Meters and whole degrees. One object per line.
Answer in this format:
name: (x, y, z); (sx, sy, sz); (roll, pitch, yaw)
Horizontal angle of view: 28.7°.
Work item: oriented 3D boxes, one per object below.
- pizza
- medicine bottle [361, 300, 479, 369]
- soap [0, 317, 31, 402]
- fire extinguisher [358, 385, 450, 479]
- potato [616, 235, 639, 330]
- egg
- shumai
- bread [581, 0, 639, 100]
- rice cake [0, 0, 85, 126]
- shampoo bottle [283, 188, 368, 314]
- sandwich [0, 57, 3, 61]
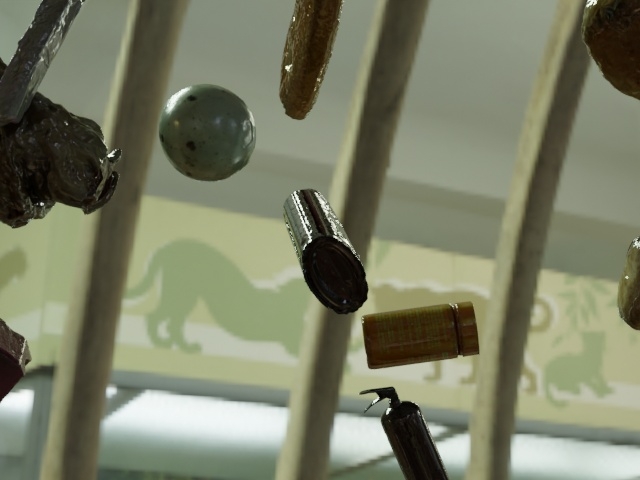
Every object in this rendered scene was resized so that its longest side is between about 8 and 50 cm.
pizza: (-0.011, -0.383, 2.127); (0.073, 0.366, 0.182); (7, 18, -11)
medicine bottle: (0.169, 0.161, 2.120); (0.191, 0.096, 0.096); (-7, -20, 1)
soap: (-0.499, 0.194, 1.592); (0.162, 0.250, 0.099); (38, 11, -20)
fire extinguisher: (0.148, 0.351, 2.053); (0.089, 0.268, 0.072); (-25, 13, -9)
potato: (0.516, 0.065, 1.971); (0.080, 0.107, 0.171); (9, -62, -2)
egg: (-0.151, -0.146, 1.662); (0.131, 0.131, 0.164); (6, 19, -12)
shumai: (-0.371, -0.135, 1.731); (0.185, 0.218, 0.184); (-6, -8, -13)
bread: (0.487, -0.308, 1.736); (0.244, 0.134, 0.244); (23, -39, 21)
rice cake: (-0.369, -0.259, 1.645); (0.049, 0.270, 0.055); (16, -22, 16)
shampoo bottle: (0.000, 0.000, 1.862); (0.084, 0.129, 0.323); (-32, 18, 3)
sandwich: (-0.613, -0.341, 2.259); (0.083, 0.044, 0.031); (28, -51, -29)
